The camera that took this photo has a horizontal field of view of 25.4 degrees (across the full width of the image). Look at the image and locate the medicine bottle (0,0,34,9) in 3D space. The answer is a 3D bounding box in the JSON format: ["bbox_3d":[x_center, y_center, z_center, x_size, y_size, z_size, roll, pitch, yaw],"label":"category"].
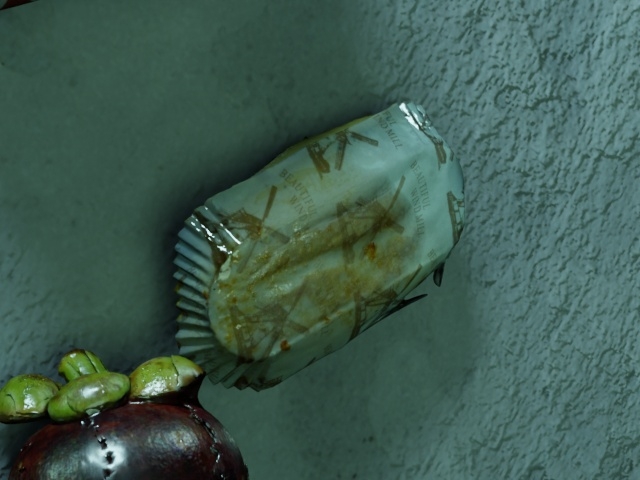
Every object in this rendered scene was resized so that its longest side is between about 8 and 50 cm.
[{"bbox_3d":[-0.109,-0.248,0.884,0.288,0.157,0.157,-21,108,-28],"label":"medicine bottle"}]

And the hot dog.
[{"bbox_3d":[0.000,0.000,1.042,0.270,0.082,0.163,-29,121,-30],"label":"hot dog"}]

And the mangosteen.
[{"bbox_3d":[-0.134,0.155,0.956,0.166,0.166,0.180,-17,82,-26],"label":"mangosteen"}]
